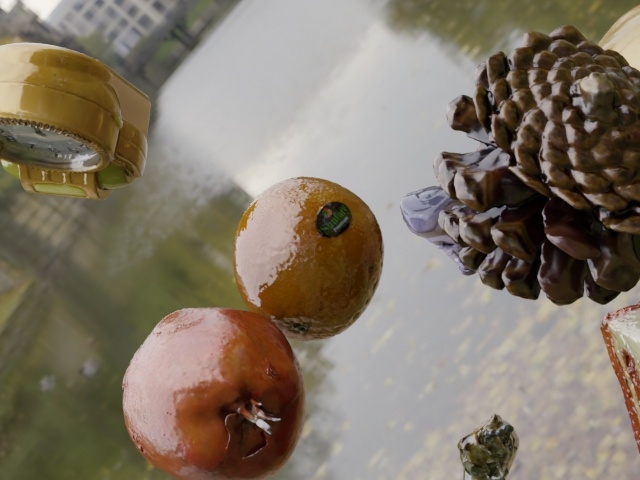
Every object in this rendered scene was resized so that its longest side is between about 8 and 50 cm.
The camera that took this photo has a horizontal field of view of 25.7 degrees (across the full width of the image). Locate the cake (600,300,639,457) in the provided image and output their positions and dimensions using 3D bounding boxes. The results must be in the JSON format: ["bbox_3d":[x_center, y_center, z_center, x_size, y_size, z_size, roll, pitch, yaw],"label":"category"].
[{"bbox_3d":[0.410,0.202,1.681,0.158,0.160,0.262,-148,73,-73],"label":"cake"}]

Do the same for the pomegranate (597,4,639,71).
[{"bbox_3d":[0.417,-0.107,1.540,0.338,0.338,0.338,-48,10,11],"label":"pomegranate"}]

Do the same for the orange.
[{"bbox_3d":[-0.015,0.023,1.711,0.206,0.206,0.206,-48,10,11],"label":"orange"}]

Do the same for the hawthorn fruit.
[{"bbox_3d":[-0.106,0.178,1.547,0.211,0.211,0.299,-51,14,-9],"label":"hawthorn fruit"}]

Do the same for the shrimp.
[{"bbox_3d":[0.161,0.249,1.436,0.254,0.059,0.145,51,-125,-78],"label":"shrimp"}]

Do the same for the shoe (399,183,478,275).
[{"bbox_3d":[0.186,-0.013,1.869,0.095,0.137,0.245,-14,3,28],"label":"shoe"}]

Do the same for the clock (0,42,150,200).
[{"bbox_3d":[-0.402,-0.188,2.118,0.317,0.244,0.200,62,-148,-74],"label":"clock"}]

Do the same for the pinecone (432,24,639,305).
[{"bbox_3d":[0.223,-0.057,1.301,0.264,0.264,0.264,-48,10,11],"label":"pinecone"}]
